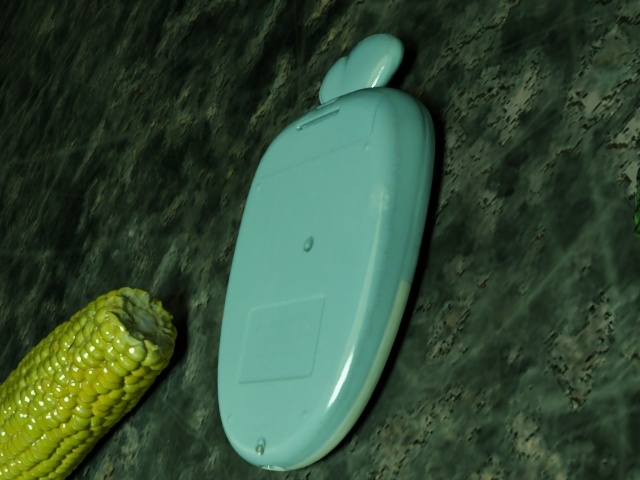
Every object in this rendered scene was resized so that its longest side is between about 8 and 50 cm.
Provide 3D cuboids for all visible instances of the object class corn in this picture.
[{"bbox_3d":[-0.231,0.146,0.920,0.310,0.101,0.101,-48,34,32],"label":"corn"}]

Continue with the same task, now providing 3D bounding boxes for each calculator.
[{"bbox_3d":[0.000,0.000,0.710,0.188,0.042,0.302,-18,58,54],"label":"calculator"}]

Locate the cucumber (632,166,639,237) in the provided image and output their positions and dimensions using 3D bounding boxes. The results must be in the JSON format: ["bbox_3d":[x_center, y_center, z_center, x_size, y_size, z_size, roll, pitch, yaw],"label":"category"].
[{"bbox_3d":[0.189,-0.112,0.455,0.077,0.077,0.265,-7,64,56],"label":"cucumber"}]
